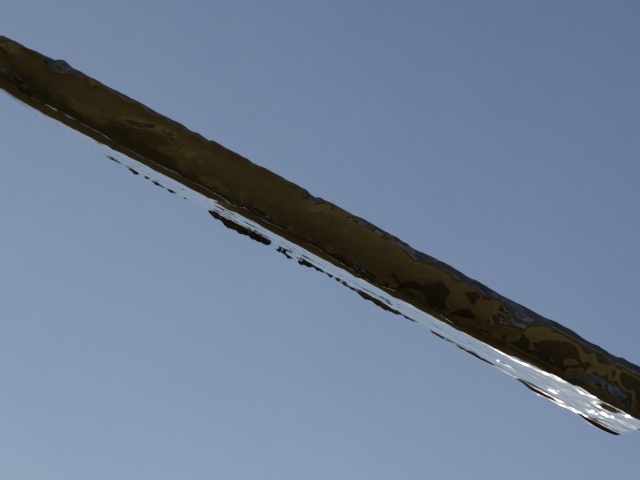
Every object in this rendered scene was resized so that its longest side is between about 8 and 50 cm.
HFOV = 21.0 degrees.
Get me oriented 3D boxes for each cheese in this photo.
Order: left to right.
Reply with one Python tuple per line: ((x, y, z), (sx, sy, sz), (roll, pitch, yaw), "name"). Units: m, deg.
((0.001, -0.002, 0.890), (0.400, 0.034, 0.085), (27, -10, 0), "cheese")
